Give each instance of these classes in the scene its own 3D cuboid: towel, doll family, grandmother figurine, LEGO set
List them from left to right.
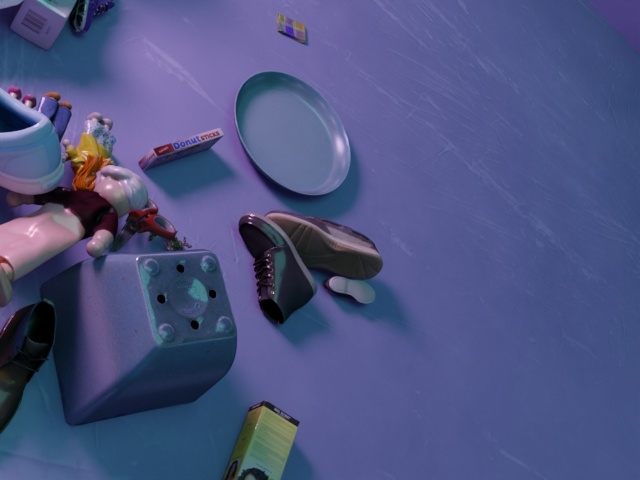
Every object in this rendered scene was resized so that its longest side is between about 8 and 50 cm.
[{"bbox_3d":[-0.449,-0.164,1.378,0.263,0.118,0.163,28,53,-34],"label":"doll family"},{"bbox_3d":[-0.409,-0.028,1.256,0.208,0.104,0.342,36,40,14],"label":"grandmother figurine"},{"bbox_3d":[-0.287,0.003,1.510,0.083,0.023,0.054,32,47,-6],"label":"LEGO set"},{"bbox_3d":[-0.071,-0.530,1.983,0.083,0.009,0.060,17,58,-33],"label":"towel"}]

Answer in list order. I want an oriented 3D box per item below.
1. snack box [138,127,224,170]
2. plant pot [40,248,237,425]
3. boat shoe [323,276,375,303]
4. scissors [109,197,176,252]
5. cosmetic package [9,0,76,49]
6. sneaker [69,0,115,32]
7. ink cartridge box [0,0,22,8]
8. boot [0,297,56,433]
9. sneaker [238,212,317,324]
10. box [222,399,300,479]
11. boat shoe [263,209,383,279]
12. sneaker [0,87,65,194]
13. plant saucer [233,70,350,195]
[{"bbox_3d":[-0.276,-0.183,1.585,0.178,0.064,0.022,-27,87,-45],"label":"snack box"},{"bbox_3d":[-0.271,0.130,1.289,0.248,0.252,0.247,-3,69,-41],"label":"plant pot"},{"bbox_3d":[0.063,0.108,1.728,0.125,0.038,0.046,16,77,-32],"label":"boat shoe"},{"bbox_3d":[-0.332,-0.030,1.377,0.109,0.021,0.297,48,14,2],"label":"scissors"},{"bbox_3d":[-0.504,-0.492,1.530,0.085,0.117,0.231,30,52,-25],"label":"cosmetic package"},{"bbox_3d":[-0.452,-0.480,1.603,0.071,0.068,0.170,32,49,-30],"label":"sneaker"},{"bbox_3d":[-0.562,-0.492,1.438,0.224,0.056,0.181,-24,52,-32],"label":"ink cartridge box"},{"bbox_3d":[-0.464,0.186,1.199,0.082,0.106,0.219,27,52,-26],"label":"boot"},{"bbox_3d":[-0.105,0.053,1.586,0.222,0.083,0.118,51,46,-7],"label":"sneaker"},{"bbox_3d":[-0.115,0.406,1.403,0.087,0.058,0.232,36,48,-20],"label":"box"},{"bbox_3d":[0.000,0.000,1.699,0.285,0.103,0.092,19,31,-18],"label":"boat shoe"},{"bbox_3d":[-0.561,-0.208,1.228,0.366,0.150,0.135,20,44,3],"label":"sneaker"},{"bbox_3d":[-0.068,-0.238,1.805,0.317,0.043,0.318,19,57,-32],"label":"plant saucer"}]
